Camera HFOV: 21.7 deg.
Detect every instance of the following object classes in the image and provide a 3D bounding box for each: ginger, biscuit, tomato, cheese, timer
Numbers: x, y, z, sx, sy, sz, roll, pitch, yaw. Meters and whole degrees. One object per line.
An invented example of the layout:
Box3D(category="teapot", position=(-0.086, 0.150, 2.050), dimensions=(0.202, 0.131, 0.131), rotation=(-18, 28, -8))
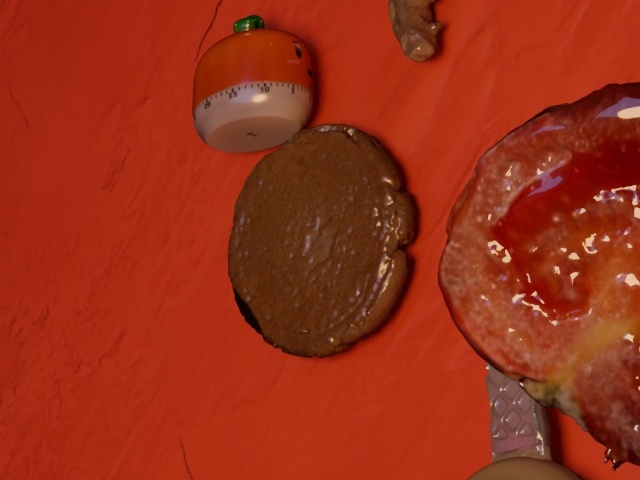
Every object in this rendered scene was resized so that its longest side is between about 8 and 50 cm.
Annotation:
Box3D(category="ginger", position=(0.094, -0.242, 1.482), dimensions=(0.069, 0.051, 0.173), rotation=(9, 91, 49))
Box3D(category="biscuit", position=(0.000, 0.000, 1.514), dimensions=(0.226, 0.042, 0.226), rotation=(-14, 70, 41))
Box3D(category="tomato", position=(0.252, 0.004, 1.192), dimensions=(0.309, 0.170, 0.309), rotation=(7, 107, 22))
Box3D(category="cheese", position=(0.158, 0.212, 1.296), dimensions=(0.163, 0.082, 0.286), rotation=(-18, 66, 38))
Box3D(category="timer", position=(-0.063, -0.153, 1.575), dimensions=(0.136, 0.099, 0.136), rotation=(-15, 61, 29))
